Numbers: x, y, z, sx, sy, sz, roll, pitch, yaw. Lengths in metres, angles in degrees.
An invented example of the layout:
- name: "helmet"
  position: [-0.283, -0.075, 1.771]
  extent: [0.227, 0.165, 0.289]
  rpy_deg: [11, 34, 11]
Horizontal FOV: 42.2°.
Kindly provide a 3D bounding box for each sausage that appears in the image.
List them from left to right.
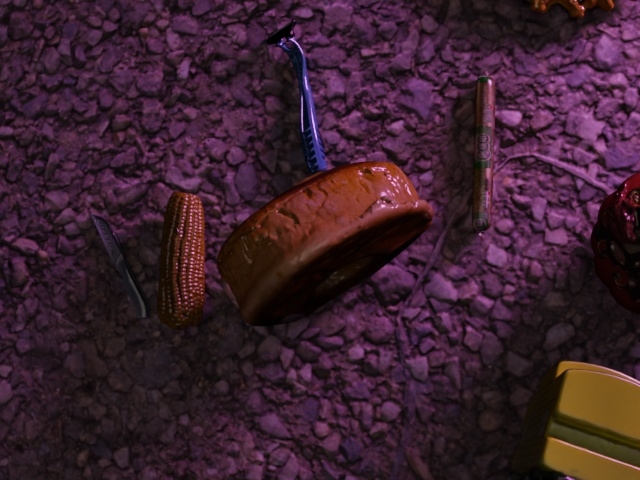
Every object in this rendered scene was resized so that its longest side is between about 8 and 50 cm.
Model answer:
- name: "sausage"
  position: [0.260, -0.139, 1.322]
  extent: [0.033, 0.033, 0.269]
  rpy_deg: [2, 87, 11]

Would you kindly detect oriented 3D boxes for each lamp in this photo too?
- name: "lamp"
  position: [0.491, 0.005, 1.176]
  extent: [0.227, 0.227, 0.226]
  rpy_deg: [-1, 87, 11]

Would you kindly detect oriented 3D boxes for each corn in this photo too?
- name: "corn"
  position: [-0.228, 0.034, 1.388]
  extent: [0.080, 0.080, 0.231]
  rpy_deg: [3, 85, 11]

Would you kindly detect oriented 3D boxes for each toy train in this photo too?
- name: "toy train"
  position: [0.333, 0.303, 1.093]
  extent: [0.179, 0.442, 0.272]
  rpy_deg: [18, 77, 12]

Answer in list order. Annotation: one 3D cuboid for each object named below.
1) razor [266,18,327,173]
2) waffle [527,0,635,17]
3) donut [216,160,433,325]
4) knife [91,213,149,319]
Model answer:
- name: "razor"
  position: [-0.029, -0.235, 1.381]
  extent: [0.082, 0.042, 0.253]
  rpy_deg: [-19, 82, 52]
- name: "waffle"
  position: [0.391, -0.476, 1.302]
  extent: [0.293, 0.069, 0.259]
  rpy_deg: [5, 90, 9]
- name: "donut"
  position: [0.000, 0.000, 1.240]
  extent: [0.330, 0.330, 0.160]
  rpy_deg: [-36, 70, 7]
- name: "knife"
  position: [-0.346, 0.042, 1.441]
  extent: [0.028, 0.015, 0.210]
  rpy_deg: [-28, 81, 14]
